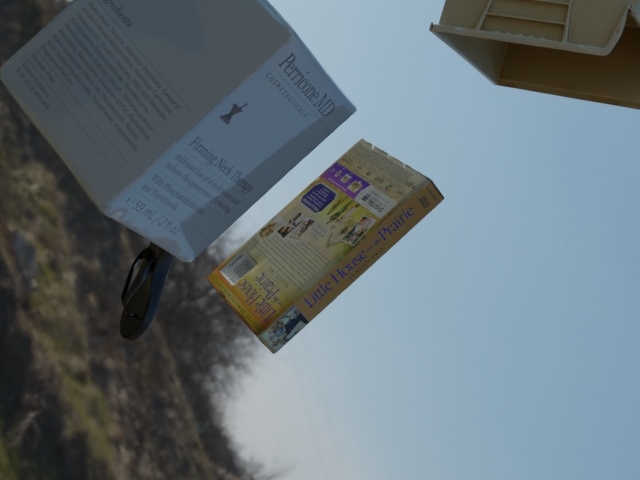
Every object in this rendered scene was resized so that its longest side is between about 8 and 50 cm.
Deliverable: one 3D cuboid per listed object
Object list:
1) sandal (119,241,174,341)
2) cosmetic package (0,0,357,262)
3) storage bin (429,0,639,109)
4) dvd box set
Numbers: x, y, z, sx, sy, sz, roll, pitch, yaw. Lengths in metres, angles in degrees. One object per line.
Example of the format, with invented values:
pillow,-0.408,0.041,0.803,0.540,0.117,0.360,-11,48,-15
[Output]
sandal,-0.309,0.054,2.118,0.097,0.054,0.254,37,-71,57
cosmetic package,-0.223,-0.239,1.937,0.327,0.393,0.329,50,4,23
storage bin,0.325,-0.280,1.615,0.260,0.123,0.262,15,-3,29
dvd box set,0.000,0.000,2.254,0.062,0.420,0.307,50,-6,-29
